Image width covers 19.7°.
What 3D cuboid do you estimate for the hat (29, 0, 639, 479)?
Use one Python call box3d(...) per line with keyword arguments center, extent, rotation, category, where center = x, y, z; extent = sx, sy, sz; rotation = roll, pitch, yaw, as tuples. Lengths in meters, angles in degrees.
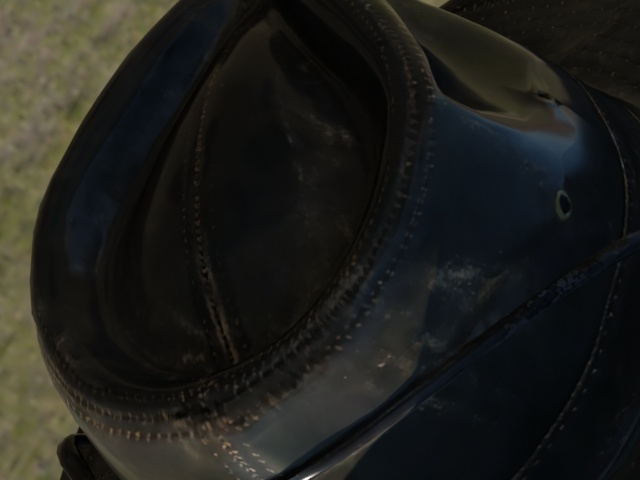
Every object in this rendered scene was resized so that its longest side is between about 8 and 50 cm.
box3d(center=(0.000, 0.000, 0.534), extent=(0.331, 0.134, 0.331), rotation=(-31, -148, 22), category="hat")
